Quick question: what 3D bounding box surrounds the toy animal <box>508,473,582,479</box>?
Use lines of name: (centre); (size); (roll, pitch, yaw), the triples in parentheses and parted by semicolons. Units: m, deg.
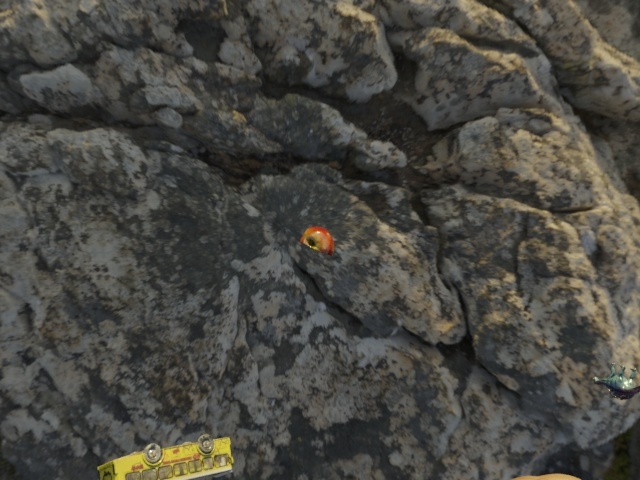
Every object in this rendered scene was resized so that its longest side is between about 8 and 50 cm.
toy animal: (0.271, 0.378, 0.654); (0.171, 0.198, 0.171); (0, 126, -1)

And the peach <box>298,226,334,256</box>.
peach: (0.000, 0.000, 1.400); (0.098, 0.098, 0.061); (23, 96, -4)

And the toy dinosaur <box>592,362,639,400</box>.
toy dinosaur: (0.713, 0.336, 1.345); (0.045, 0.197, 0.080); (19, 84, -8)

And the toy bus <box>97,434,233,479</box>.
toy bus: (-0.262, 0.390, 0.991); (0.081, 0.226, 0.074); (-34, 61, 36)
